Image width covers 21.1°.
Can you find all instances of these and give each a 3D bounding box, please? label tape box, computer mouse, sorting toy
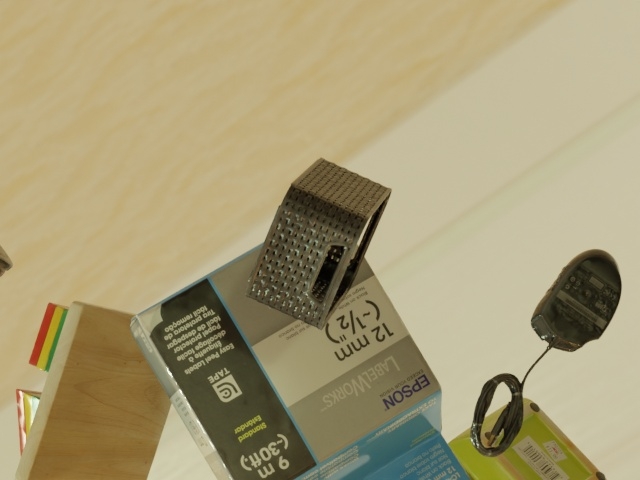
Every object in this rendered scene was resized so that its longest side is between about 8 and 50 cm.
[{"bbox_3d":[-0.011,0.173,1.842,0.347,0.249,0.115,59,165,6],"label":"label tape box"},{"bbox_3d":[0.225,0.112,1.735,0.071,0.242,0.041,38,173,-10],"label":"computer mouse"},{"bbox_3d":[-0.319,0.216,2.381,0.089,0.255,0.257,18,179,32],"label":"sorting toy"}]

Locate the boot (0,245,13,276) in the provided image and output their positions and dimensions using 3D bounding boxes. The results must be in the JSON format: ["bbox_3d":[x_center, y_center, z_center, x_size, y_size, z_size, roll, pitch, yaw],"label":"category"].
[{"bbox_3d":[-0.463,0.079,1.661,0.264,0.280,0.096,14,-155,-51],"label":"boot"}]

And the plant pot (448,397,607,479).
[{"bbox_3d":[0.256,0.365,2.401,0.228,0.207,0.227,48,-143,16],"label":"plant pot"}]

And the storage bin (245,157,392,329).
[{"bbox_3d":[0.000,0.000,1.692,0.084,0.122,0.180,24,-164,4],"label":"storage bin"}]
